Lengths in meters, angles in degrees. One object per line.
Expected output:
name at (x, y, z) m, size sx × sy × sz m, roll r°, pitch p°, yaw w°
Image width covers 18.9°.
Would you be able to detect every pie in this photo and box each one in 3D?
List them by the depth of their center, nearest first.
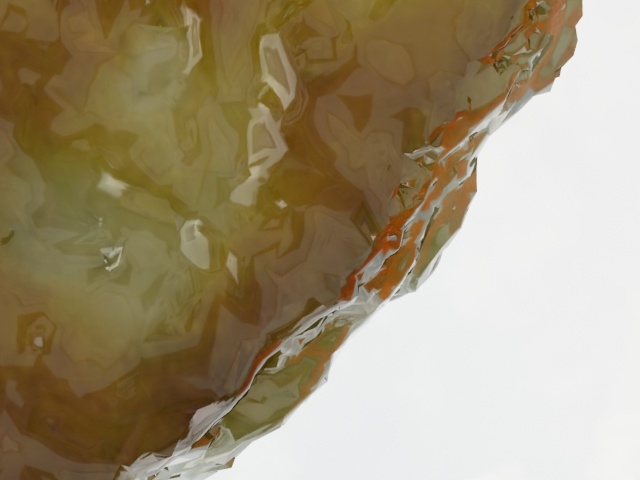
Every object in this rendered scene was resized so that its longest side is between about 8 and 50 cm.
pie at (-0.106, -0.078, 0.347) m, size 0.092 × 0.315 × 0.315 m, roll -21°, pitch -87°, yaw -82°

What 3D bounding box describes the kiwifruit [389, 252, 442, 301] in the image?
kiwifruit at (0.000, 0.000, 0.916) m, size 0.075 × 0.124 × 0.075 m, roll -7°, pitch -90°, yaw -78°
